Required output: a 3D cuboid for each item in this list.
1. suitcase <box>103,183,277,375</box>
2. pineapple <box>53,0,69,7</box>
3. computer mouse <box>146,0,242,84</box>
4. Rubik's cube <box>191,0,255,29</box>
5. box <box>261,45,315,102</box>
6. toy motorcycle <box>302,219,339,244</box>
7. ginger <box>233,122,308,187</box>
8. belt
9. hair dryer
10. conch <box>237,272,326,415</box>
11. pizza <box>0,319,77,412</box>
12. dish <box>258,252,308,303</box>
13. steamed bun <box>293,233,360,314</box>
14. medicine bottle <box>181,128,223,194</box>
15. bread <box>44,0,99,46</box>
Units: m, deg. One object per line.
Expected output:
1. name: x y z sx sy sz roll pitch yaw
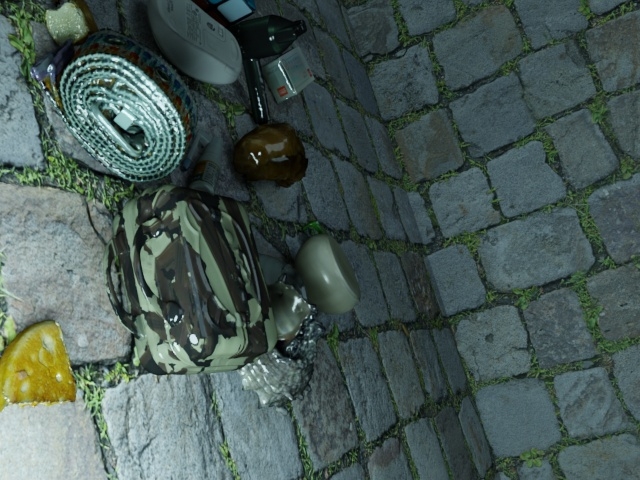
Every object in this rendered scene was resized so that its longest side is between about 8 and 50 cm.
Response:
1. suitcase: -0.257 0.074 1.361 0.339 0.194 0.352 10 60 -59
2. pineapple: -0.523 -0.653 1.428 0.335 0.158 0.161 60 23 -21
3. computer mouse: -0.325 -0.494 1.824 0.296 0.121 0.184 21 52 -45
4. Rubik's cube: -0.296 -0.681 1.977 0.183 0.180 0.167 31 42 -55
5. box: -0.108 -0.559 2.458 0.135 0.079 0.269 62 22 -15
6. toy motorcycle: 0.000 0.000 2.229 0.190 0.074 0.106 44 24 -48
7. ginger: -0.116 -0.233 2.023 0.165 0.172 0.321 36 11 22
8. belt: -0.365 -0.251 1.373 0.295 0.206 0.160 56 23 -27
9. hair dryer: -0.148 -0.485 2.110 0.116 0.244 0.303 -38 120 -62
10. conch: -0.113 0.228 1.619 0.240 0.186 0.313 7 80 -41
11. pizza: -0.410 0.194 1.076 0.131 0.041 0.178 48 29 -38
12. dish: -0.093 0.140 1.837 0.260 0.085 0.260 51 27 -39
13. steamed bun: 0.006 0.102 2.030 0.232 0.145 0.232 59 11 -19
14. medicine bottle: -0.277 -0.180 1.734 0.092 0.061 0.221 36 33 -23
15. bread: -0.483 -0.422 1.434 0.070 0.076 0.083 -73 138 -75
